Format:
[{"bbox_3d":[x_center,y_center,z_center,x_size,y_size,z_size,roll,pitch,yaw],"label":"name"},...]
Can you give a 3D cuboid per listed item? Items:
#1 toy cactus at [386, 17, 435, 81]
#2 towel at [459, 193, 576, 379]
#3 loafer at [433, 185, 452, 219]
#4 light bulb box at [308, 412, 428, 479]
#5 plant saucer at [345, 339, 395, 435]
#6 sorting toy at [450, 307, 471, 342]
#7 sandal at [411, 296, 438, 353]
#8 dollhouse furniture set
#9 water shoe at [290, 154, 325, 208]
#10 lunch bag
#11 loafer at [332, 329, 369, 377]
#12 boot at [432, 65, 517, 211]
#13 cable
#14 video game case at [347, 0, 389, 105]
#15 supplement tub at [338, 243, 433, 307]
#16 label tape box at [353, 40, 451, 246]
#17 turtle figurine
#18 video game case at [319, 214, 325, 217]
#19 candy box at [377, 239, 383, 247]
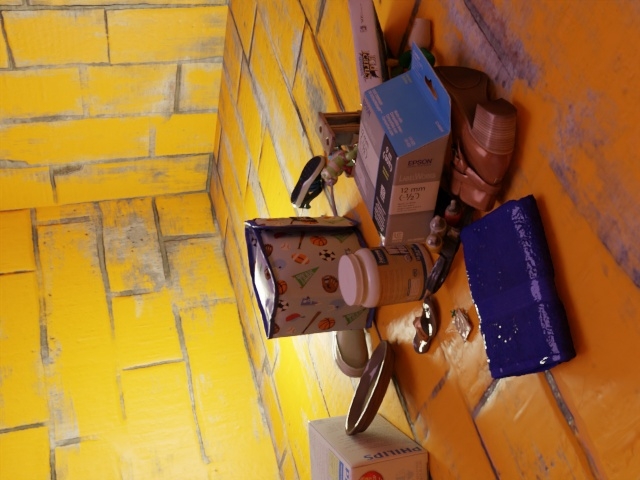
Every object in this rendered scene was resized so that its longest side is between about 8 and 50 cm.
[{"bbox_3d":[0.206,-0.405,1.715,0.219,0.112,0.180,-127,44,-76],"label":"toy cactus"},{"bbox_3d":[0.367,0.092,1.421,0.228,0.076,0.308,142,121,-61],"label":"towel"},{"bbox_3d":[0.235,-0.114,1.735,0.223,0.076,0.078,67,147,34],"label":"loafer"},{"bbox_3d":[0.129,0.702,2.105,0.361,0.226,0.357,-162,68,-70],"label":"light bulb box"},{"bbox_3d":[0.139,0.404,2.082,0.278,0.041,0.277,-157,90,-88],"label":"plant saucer"},{"bbox_3d":[0.311,0.178,1.703,0.062,0.012,0.083,96,156,-47],"label":"sorting toy"},{"bbox_3d":[0.245,0.215,1.862,0.180,0.049,0.072,101,155,-43],"label":"sandal"},{"bbox_3d":[0.060,-0.252,2.147,0.129,0.130,0.183,-114,26,-44],"label":"dollhouse furniture set"},{"bbox_3d":[-0.027,-0.194,2.544,0.203,0.080,0.073,-57,39,25],"label":"water shoe"},{"bbox_3d":[-0.035,0.065,2.230,0.385,0.328,0.238,-110,25,-45],"label":"lunch bag"},{"bbox_3d":[0.085,0.284,2.289,0.092,0.102,0.268,103,159,-50],"label":"loafer"},{"bbox_3d":[0.291,-0.210,1.521,0.283,0.109,0.220,-127,30,-45],"label":"boot"},{"bbox_3d":[0.265,0.009,1.654,0.072,0.139,0.287,31,158,13],"label":"cable"},{"bbox_3d":[0.125,-0.416,1.820,0.269,0.061,0.244,12,-111,-80],"label":"video game case"},{"bbox_3d":[0.157,0.084,1.845,0.144,0.200,0.144,174,90,-72],"label":"supplement tub"},{"bbox_3d":[0.163,-0.198,1.587,0.249,0.115,0.347,-109,15,-46],"label":"label tape box"},{"bbox_3d":[0.099,-0.148,1.937,0.266,0.198,0.274,-144,40,-80],"label":"turtle figurine"},{"bbox_3d":[0.000,0.000,2.609,0.166,0.015,0.119,121,140,-63],"label":"video game case"},{"bbox_3d":[0.184,0.032,2.028,0.205,0.027,0.105,107,155,-50],"label":"candy box"}]
